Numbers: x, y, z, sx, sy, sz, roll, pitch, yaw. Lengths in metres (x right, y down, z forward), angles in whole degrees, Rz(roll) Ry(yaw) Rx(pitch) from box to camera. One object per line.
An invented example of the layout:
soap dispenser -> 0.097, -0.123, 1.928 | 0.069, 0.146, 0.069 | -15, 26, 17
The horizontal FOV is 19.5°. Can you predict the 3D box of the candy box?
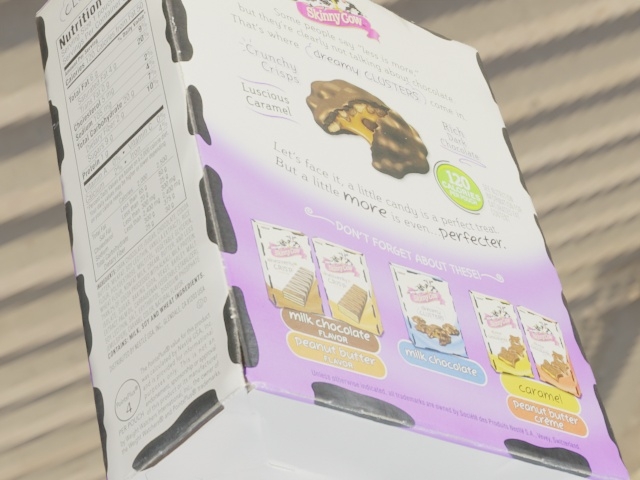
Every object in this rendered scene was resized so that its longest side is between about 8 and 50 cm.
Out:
candy box -> 0.000, 0.000, 0.625 | 0.165, 0.196, 0.070 | 19, 133, -38
